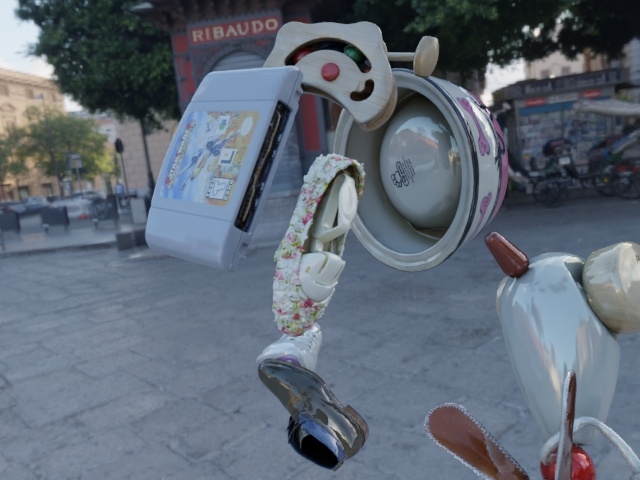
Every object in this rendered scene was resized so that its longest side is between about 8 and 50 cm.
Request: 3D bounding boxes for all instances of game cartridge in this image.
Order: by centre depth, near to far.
[{"bbox_3d":[-0.147,-0.112,0.816,0.198,0.297,0.062,11,-12,35],"label":"game cartridge"}]

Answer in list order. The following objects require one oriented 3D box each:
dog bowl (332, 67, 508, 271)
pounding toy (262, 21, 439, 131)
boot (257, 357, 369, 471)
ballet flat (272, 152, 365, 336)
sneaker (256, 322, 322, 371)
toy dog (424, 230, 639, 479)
[{"bbox_3d":[0.205,-0.148,1.174,0.150,0.407,0.408,-15,12,-34],"label":"dog bowl"},{"bbox_3d":[0.052,-0.257,0.929,0.270,0.154,0.155,6,1,14],"label":"pounding toy"},{"bbox_3d":[-0.027,0.276,0.913,0.219,0.082,0.106,32,21,13],"label":"boot"},{"bbox_3d":[0.000,0.000,0.693,0.091,0.241,0.077,21,-15,-36],"label":"ballet flat"},{"bbox_3d":[-0.057,0.223,1.188,0.114,0.152,0.305,24,-16,2],"label":"sneaker"},{"bbox_3d":[0.189,0.119,0.496,0.220,0.161,0.333,-48,18,38],"label":"toy dog"}]
